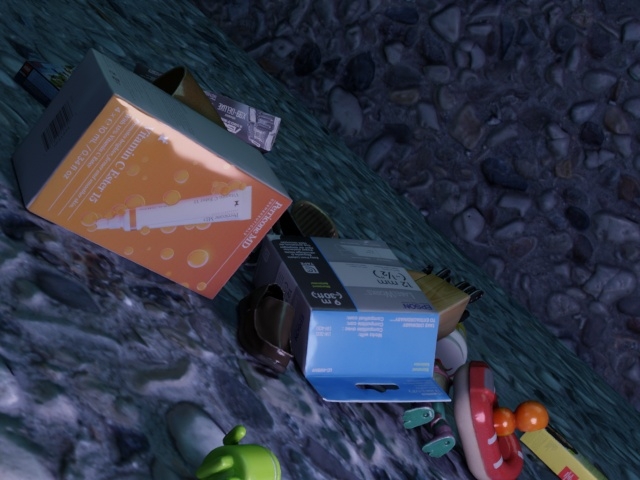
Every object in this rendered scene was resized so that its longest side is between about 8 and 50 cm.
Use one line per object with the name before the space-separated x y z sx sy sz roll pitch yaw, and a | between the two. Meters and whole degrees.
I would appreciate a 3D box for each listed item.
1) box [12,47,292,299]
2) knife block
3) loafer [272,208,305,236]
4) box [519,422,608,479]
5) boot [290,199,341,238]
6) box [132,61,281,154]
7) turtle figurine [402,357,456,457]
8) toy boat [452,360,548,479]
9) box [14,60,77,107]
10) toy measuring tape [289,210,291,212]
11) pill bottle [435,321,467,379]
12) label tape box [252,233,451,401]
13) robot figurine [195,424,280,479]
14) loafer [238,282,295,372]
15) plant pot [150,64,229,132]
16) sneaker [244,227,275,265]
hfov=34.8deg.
box | -0.253 -0.094 1.550 0.345 0.215 0.168 30 17 -37
knife block | 0.239 0.138 2.002 0.242 0.088 0.275 14 22 -20
loafer | -0.043 0.033 1.980 0.109 0.095 0.302 23 21 -52
box | 0.537 0.483 2.184 0.232 0.058 0.087 44 13 17
boot | 0.000 0.000 2.178 0.248 0.090 0.207 57 1 -19
box | -0.250 -0.262 2.103 0.307 0.076 0.242 21 -3 -12
turtle figurine | 0.173 0.263 1.793 0.175 0.118 0.234 35 19 -20
toy boat | 0.320 0.315 1.774 0.151 0.151 0.231 -80 156 -52
box | -0.460 -0.271 1.950 0.159 0.044 0.233 40 13 4
toy measuring tape | -0.155 -0.125 2.084 0.330 0.121 0.121 21 21 -32
pill bottle | 0.245 0.219 2.117 0.119 0.119 0.208 40 13 -1
label tape box | 0.059 0.126 1.735 0.249 0.115 0.347 4 28 -27
robot figurine | -0.089 0.261 1.135 0.115 0.067 0.101 18 42 -60
loafer | -0.081 0.125 1.596 0.080 0.078 0.220 34 14 -25
plant pot | -0.235 -0.128 1.768 0.254 0.237 0.237 47 9 -23
sneaker | -0.184 -0.065 1.935 0.292 0.110 0.118 51 7 13
